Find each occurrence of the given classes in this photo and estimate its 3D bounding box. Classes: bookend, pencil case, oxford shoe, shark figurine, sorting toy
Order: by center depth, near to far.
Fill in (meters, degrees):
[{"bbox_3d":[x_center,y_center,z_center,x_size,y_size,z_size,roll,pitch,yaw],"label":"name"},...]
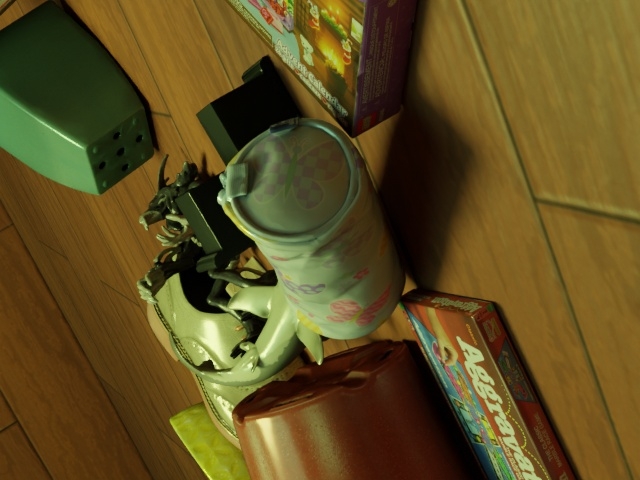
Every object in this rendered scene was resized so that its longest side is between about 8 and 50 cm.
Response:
[{"bbox_3d":[0.000,0.000,1.068,0.273,0.124,0.113,60,-165,-65],"label":"pencil case"},{"bbox_3d":[-0.087,-0.074,1.199,0.156,0.157,0.072,59,160,-6],"label":"bookend"},{"bbox_3d":[-0.047,0.112,1.369,0.278,0.116,0.166,-47,59,31],"label":"shark figurine"},{"bbox_3d":[-0.097,0.053,1.577,0.083,0.062,0.012,47,-164,29],"label":"sorting toy"},{"bbox_3d":[-0.097,0.159,1.611,0.397,0.140,0.146,42,141,23],"label":"oxford shoe"}]

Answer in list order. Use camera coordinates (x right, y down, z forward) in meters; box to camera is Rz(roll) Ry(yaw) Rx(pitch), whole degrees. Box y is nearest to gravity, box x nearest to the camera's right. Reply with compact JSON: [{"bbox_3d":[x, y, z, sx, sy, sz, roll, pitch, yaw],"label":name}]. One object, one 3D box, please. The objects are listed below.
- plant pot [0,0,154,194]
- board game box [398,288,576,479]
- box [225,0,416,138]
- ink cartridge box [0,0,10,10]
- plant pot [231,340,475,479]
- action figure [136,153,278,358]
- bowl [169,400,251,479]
[{"bbox_3d":[-0.353,-0.182,1.674,0.234,0.166,0.165,38,153,27],"label":"plant pot"},{"bbox_3d":[0.173,0.177,1.146,0.281,0.027,0.145,63,159,-14],"label":"board game box"},{"bbox_3d":[-0.037,-0.247,0.967,0.293,0.057,0.201,49,158,24],"label":"box"},{"bbox_3d":[-0.488,-0.300,1.640,0.060,0.275,0.239,45,164,-15],"label":"ink cartridge box"},{"bbox_3d":[0.046,0.263,1.270,0.265,0.272,0.272,68,159,-5],"label":"plant pot"},{"bbox_3d":[-0.159,0.011,1.523,0.276,0.141,0.164,47,145,26],"label":"action figure"},{"bbox_3d":[-0.069,0.324,1.721,0.289,0.156,0.289,50,170,12],"label":"bowl"}]
